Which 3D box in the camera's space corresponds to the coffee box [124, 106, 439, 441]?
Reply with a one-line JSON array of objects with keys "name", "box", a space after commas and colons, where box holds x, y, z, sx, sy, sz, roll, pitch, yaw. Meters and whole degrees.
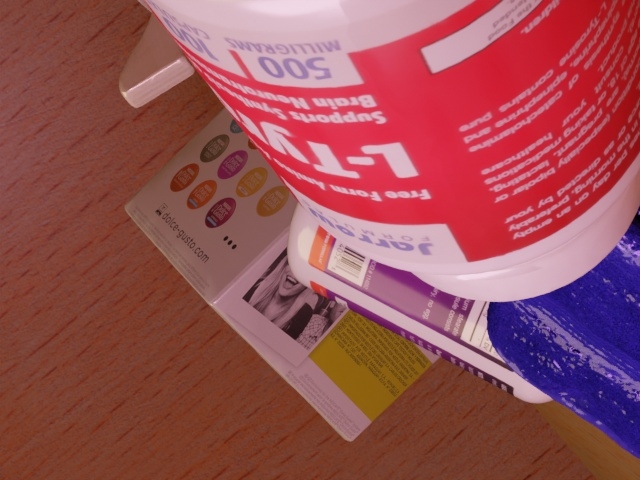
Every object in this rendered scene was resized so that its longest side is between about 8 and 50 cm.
[{"name": "coffee box", "box": [0.000, 0.000, 2.372, 0.338, 0.334, 0.337, 47, 177, -36]}]

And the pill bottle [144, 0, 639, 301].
[{"name": "pill bottle", "box": [0.053, -0.121, 0.879, 0.229, 0.229, 0.407, 47, 177, 30]}]

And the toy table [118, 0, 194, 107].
[{"name": "toy table", "box": [-0.096, -0.246, 1.618, 0.274, 0.252, 0.161, 34, -156, -44]}]

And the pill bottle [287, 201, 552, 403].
[{"name": "pill bottle", "box": [0.145, 0.021, 1.493, 0.323, 0.181, 0.181, 27, 172, 14]}]

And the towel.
[{"name": "towel", "box": [0.222, 0.059, 1.225, 0.228, 0.076, 0.308, 31, 157, 14]}]
